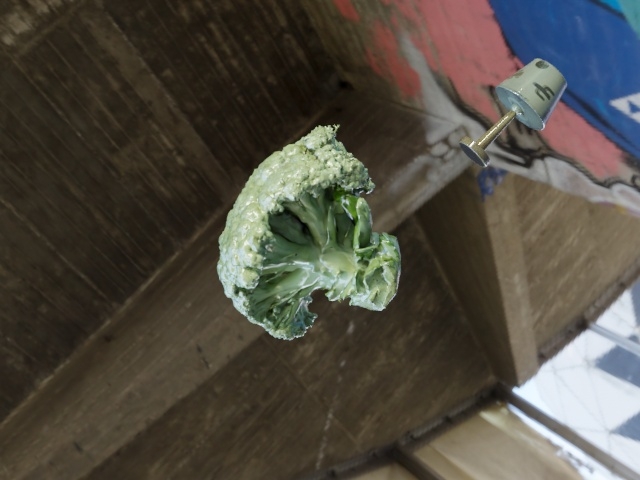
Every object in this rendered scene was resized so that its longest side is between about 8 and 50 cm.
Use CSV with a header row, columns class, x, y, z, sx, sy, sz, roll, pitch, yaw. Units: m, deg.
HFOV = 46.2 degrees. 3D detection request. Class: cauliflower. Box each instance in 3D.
class,x,y,z,sx,sy,sz,roll,pitch,yaw
cauliflower,0.000,0.000,1.020,0.272,0.250,0.275,-61,-12,-15

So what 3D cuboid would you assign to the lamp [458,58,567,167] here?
class,x,y,z,sx,sy,sz,roll,pitch,yaw
lamp,0.361,-0.237,1.413,0.215,0.121,0.121,-46,-45,0
